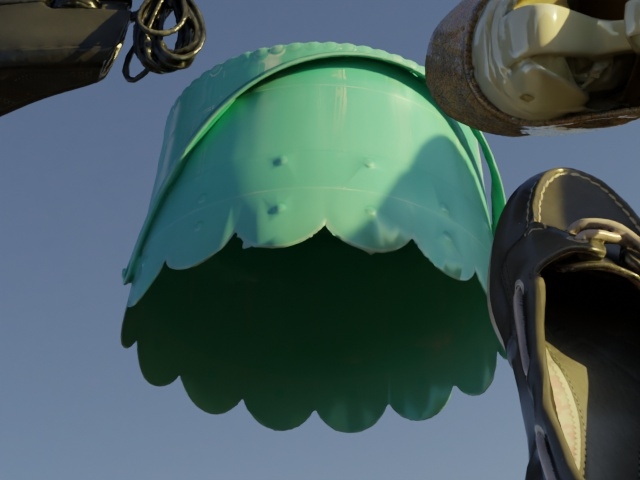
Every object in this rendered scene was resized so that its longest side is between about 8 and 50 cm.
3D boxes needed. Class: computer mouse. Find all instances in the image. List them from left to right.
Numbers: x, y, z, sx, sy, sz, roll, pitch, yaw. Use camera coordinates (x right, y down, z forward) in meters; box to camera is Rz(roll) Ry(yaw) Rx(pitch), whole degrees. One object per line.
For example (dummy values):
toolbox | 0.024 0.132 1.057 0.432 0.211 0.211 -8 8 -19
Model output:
computer mouse | -0.225 -0.175 1.190 0.272 0.188 0.072 -19 -46 14

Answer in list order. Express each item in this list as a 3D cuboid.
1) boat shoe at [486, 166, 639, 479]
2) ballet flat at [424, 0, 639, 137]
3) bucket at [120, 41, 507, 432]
boat shoe | 0.148 0.066 0.749 0.112 0.335 0.095 15 -45 -9
ballet flat | 0.165 -0.113 0.785 0.316 0.107 0.106 -5 0 39
bucket | 0.000 0.000 1.081 0.281 0.183 0.281 0 -33 0
